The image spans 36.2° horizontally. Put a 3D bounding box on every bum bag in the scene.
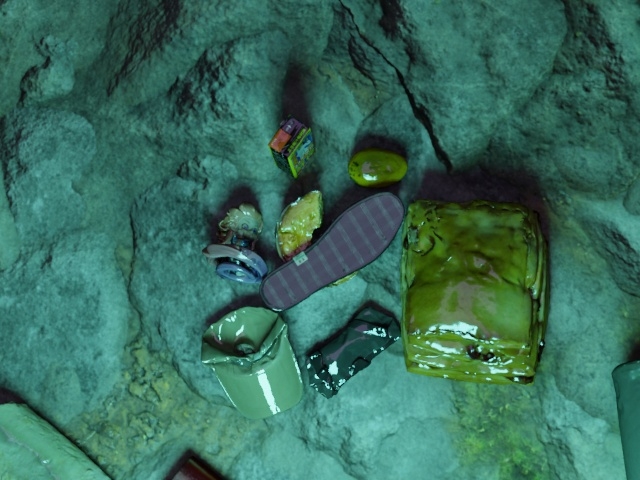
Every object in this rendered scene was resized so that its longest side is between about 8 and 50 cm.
[{"bbox_3d":[0.056,0.201,1.786,0.197,0.049,0.087,-40,85,-4],"label":"bum bag"}]

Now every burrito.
[{"bbox_3d":[-0.522,0.398,1.760,0.299,0.105,0.143,35,88,7],"label":"burrito"}]

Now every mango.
[{"bbox_3d":[0.108,-0.137,1.838,0.114,0.057,0.079,-5,76,-6],"label":"mango"}]

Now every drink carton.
[{"bbox_3d":[-0.053,-0.171,1.795,0.056,0.166,0.071,32,83,8],"label":"drink carton"}]

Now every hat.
[{"bbox_3d":[-0.116,0.223,1.794,0.166,0.144,0.173,-21,124,3],"label":"hat"}]

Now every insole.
[{"bbox_3d":[0.024,0.020,1.769,0.309,0.012,0.110,-33,90,-5],"label":"insole"}]

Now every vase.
[{"bbox_3d":[0.608,0.341,1.644,0.245,0.245,0.291,-5,76,3],"label":"vase"}]

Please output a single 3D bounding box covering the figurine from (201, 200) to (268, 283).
[{"bbox_3d":[-0.156,0.006,1.810,0.114,0.126,0.157,-38,47,36],"label":"figurine"}]

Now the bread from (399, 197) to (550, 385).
[{"bbox_3d":[0.275,0.087,1.732,0.277,0.167,0.325,5,82,4],"label":"bread"}]

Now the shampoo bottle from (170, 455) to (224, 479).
[{"bbox_3d":[-0.159,0.502,1.739,0.260,0.064,0.102,36,84,8],"label":"shampoo bottle"}]

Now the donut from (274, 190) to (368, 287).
[{"bbox_3d":[-0.007,0.009,1.811,0.146,0.078,0.181,-43,87,-3],"label":"donut"}]
